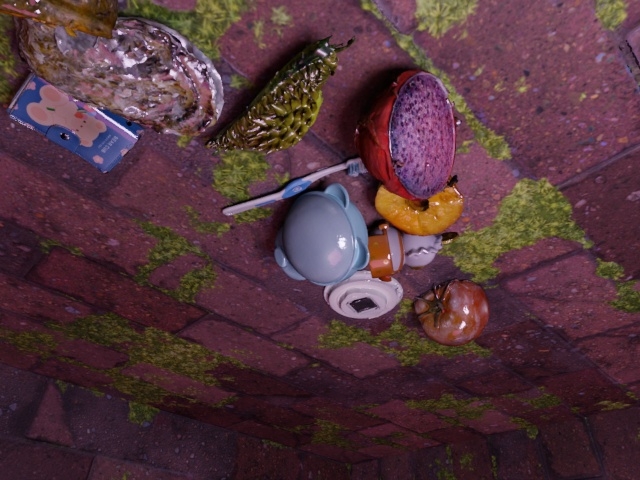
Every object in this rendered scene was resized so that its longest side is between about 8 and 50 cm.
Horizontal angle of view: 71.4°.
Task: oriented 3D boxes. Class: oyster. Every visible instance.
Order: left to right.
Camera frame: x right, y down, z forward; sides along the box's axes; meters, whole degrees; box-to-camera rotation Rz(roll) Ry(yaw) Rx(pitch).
[{"bbox_3d":[-0.329,-0.286,0.722,0.351,0.158,0.162,20,95,-10],"label":"oyster"}]

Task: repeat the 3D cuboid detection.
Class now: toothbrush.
[{"bbox_3d":[-0.062,-0.118,0.986,0.386,0.040,0.040,-14,138,24],"label":"toothbrush"}]

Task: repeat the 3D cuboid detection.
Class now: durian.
[{"bbox_3d":[-0.065,-0.230,0.773,0.375,0.132,0.106,-25,121,36],"label":"durian"}]

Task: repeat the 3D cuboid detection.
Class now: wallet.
[{"bbox_3d":[-0.462,-0.228,0.847,0.141,0.059,0.202,-34,131,28],"label":"wallet"}]

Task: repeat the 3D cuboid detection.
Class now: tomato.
[{"bbox_3d":[0.385,0.226,1.289,0.181,0.155,0.214,20,136,-26],"label":"tomato"}]

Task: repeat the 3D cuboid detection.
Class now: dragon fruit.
[{"bbox_3d":[0.135,-0.181,0.800,0.148,0.218,0.224,7,-167,44],"label":"dragon fruit"}]

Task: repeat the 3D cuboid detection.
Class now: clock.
[{"bbox_3d":[0.127,0.174,1.312,0.237,0.053,0.236,2,142,1],"label":"clock"}]

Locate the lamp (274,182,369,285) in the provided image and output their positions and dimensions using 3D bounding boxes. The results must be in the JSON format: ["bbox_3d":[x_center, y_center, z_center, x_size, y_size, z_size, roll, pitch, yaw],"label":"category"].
[{"bbox_3d":[-0.010,0.002,1.004,0.147,0.209,0.284,-14,173,-27],"label":"lamp"}]

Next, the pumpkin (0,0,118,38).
[{"bbox_3d":[-0.396,-0.378,0.505,0.325,0.242,0.232,16,110,13],"label":"pumpkin"}]

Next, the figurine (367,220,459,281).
[{"bbox_3d":[0.186,0.012,1.058,0.271,0.143,0.143,-26,134,12],"label":"figurine"}]

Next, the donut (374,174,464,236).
[{"bbox_3d":[0.210,-0.097,0.961,0.190,0.074,0.174,20,138,-12],"label":"donut"}]

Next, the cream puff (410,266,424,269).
[{"bbox_3d":[0.239,0.046,1.143,0.083,0.058,0.083,-13,140,21],"label":"cream puff"}]
